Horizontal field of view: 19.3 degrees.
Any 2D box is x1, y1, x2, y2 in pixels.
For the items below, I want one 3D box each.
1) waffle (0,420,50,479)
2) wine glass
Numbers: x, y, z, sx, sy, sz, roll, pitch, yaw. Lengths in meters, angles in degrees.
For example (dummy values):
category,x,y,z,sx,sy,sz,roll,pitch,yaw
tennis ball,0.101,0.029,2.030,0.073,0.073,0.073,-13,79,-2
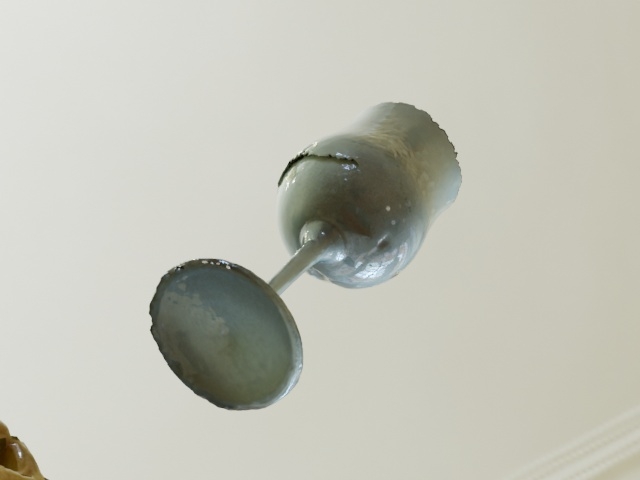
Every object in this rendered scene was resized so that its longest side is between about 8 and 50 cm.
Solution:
category,x,y,z,sx,sy,sz,roll,pitch,yaw
waffle,-0.222,0.116,0.866,0.245,0.254,0.052,37,-69,-1
wine glass,0.000,0.000,0.897,0.195,0.079,0.079,-43,-68,-52
